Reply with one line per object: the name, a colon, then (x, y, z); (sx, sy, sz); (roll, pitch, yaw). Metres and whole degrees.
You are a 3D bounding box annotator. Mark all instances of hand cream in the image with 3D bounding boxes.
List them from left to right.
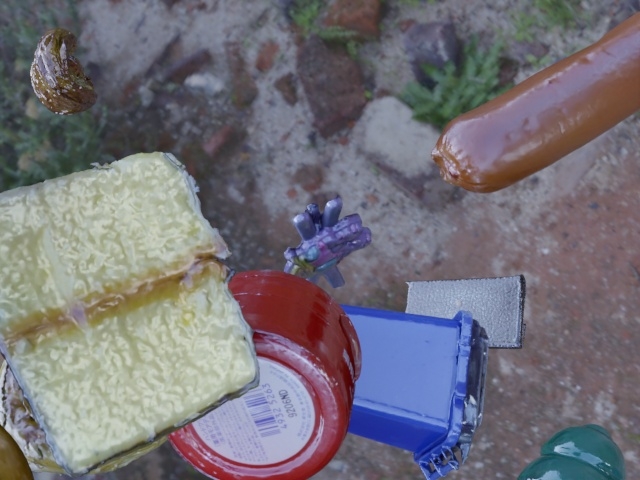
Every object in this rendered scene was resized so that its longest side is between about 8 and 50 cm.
hand cream: (-0.059, 0.137, 0.964); (0.193, 0.193, 0.125); (-37, 16, 22)

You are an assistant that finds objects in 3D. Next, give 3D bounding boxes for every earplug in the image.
earplug: (0.372, 0.417, 1.511); (0.164, 0.257, 0.280); (27, 72, 16)

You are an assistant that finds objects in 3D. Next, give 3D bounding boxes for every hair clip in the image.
hair clip: (0.005, 0.014, 1.393); (0.137, 0.278, 0.090); (-21, 80, -9)

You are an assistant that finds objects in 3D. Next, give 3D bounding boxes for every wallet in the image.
wallet: (0.258, 0.134, 1.782); (0.243, 0.039, 0.132); (-6, 71, 38)

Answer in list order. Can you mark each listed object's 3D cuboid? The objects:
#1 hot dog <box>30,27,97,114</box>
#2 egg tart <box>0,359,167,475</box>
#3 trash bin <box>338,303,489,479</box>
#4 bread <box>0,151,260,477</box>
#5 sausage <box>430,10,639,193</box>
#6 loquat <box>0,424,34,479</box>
hot dog: (-0.311, -0.202, 1.180); (0.147, 0.065, 0.099); (-16, 95, 69)
egg tart: (-0.289, 0.198, 1.310); (0.290, 0.115, 0.290); (-5, 50, 7)
trash bin: (0.063, 0.165, 1.135); (0.162, 0.235, 0.184); (116, 166, -63)
bread: (-0.161, 0.045, 0.797); (0.178, 0.135, 0.240); (-25, 90, 3)
sausage: (0.290, -0.160, 1.112); (0.349, 0.097, 0.094); (-30, 25, -2)
loquat: (-0.403, 0.283, 0.965); (0.263, 0.263, 0.263); (-20, 57, 34)
